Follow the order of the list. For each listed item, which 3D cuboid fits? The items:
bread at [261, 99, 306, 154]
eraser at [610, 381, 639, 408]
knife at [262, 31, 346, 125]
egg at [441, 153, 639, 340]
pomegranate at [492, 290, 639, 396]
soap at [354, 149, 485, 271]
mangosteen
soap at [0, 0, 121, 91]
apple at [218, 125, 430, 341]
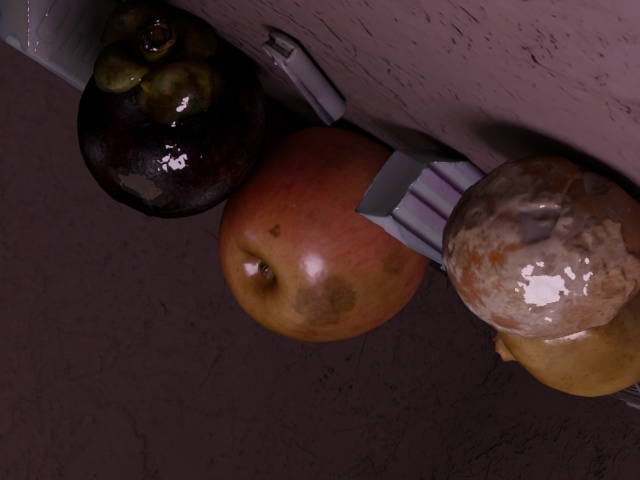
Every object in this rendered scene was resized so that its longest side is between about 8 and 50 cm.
[{"bbox_3d":[-0.125,-0.213,2.040,0.260,0.129,0.134,25,166,-6],"label":"bread"},{"bbox_3d":[0.464,0.154,1.667,0.155,0.101,0.332,16,157,40],"label":"eraser"},{"bbox_3d":[-0.023,-0.219,1.436,0.073,0.040,0.265,42,-178,17],"label":"knife"},{"bbox_3d":[0.228,0.006,1.097,0.195,0.195,0.233,32,166,-29],"label":"egg"},{"bbox_3d":[0.313,0.072,1.271,0.233,0.233,0.233,31,179,1],"label":"pomegranate"},{"bbox_3d":[0.163,-0.045,1.476,0.230,0.145,0.091,33,178,-42],"label":"soap"},{"bbox_3d":[-0.238,-0.197,1.661,0.330,0.330,0.330,31,179,1],"label":"mangosteen"},{"bbox_3d":[-0.445,-0.382,1.915,0.095,0.172,0.289,28,176,42],"label":"soap"},{"bbox_3d":[0.000,0.000,1.766,0.364,0.364,0.364,31,179,1],"label":"apple"}]
